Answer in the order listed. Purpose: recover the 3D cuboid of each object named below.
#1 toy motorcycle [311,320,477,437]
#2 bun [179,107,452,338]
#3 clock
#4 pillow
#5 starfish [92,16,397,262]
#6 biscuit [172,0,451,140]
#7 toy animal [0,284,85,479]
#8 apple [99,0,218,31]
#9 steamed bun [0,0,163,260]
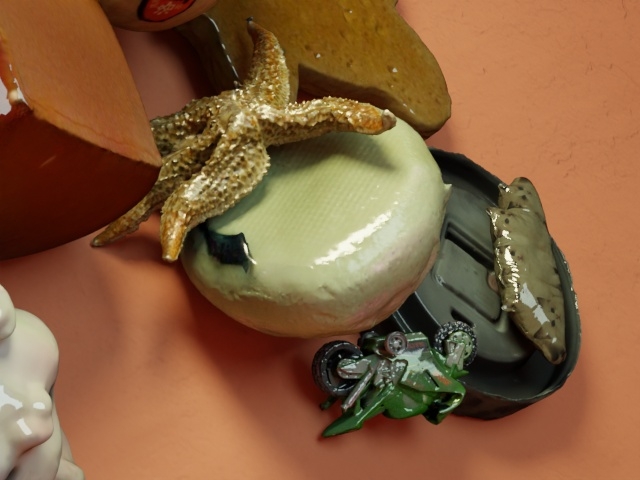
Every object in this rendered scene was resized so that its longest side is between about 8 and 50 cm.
[{"bbox_3d":[0.081,0.143,1.932,0.190,0.074,0.106,-8,91,-24],"label":"toy motorcycle"},{"bbox_3d":[0.000,0.000,1.883,0.283,0.283,0.179,-76,155,-43],"label":"bun"},{"bbox_3d":[0.156,0.046,2.111,0.325,0.067,0.325,24,48,-29],"label":"clock"},{"bbox_3d":[0.225,0.025,2.099,0.093,0.051,0.241,16,54,-34],"label":"pillow"},{"bbox_3d":[-0.118,-0.103,1.847,0.301,0.293,0.084,44,-17,46],"label":"starfish"},{"bbox_3d":[-0.039,-0.281,2.164,0.394,0.076,0.368,1,61,-46],"label":"biscuit"},{"bbox_3d":[-0.322,0.137,1.501,0.367,0.241,0.196,47,50,-28],"label":"toy animal"},{"bbox_3d":[-0.217,-0.405,1.825,0.391,0.347,0.391,26,10,-5],"label":"apple"},{"bbox_3d":[-0.313,-0.104,1.624,0.235,0.248,0.379,68,12,11],"label":"steamed bun"}]
